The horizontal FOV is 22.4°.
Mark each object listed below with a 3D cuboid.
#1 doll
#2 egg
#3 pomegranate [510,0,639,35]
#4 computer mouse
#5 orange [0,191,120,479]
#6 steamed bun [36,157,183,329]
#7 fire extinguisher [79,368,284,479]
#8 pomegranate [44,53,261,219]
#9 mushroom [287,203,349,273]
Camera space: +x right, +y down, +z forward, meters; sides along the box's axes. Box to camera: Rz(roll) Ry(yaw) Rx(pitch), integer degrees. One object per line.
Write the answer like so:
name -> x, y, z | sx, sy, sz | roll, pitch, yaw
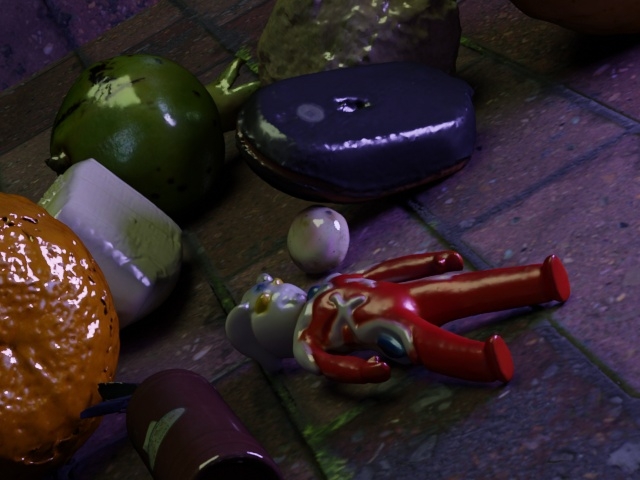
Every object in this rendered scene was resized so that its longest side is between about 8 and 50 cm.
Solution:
doll -> 0.056, 0.078, 1.623 | 0.384, 0.099, 0.188 | -6, 31, 39
egg -> 0.053, -0.267, 2.176 | 0.310, 0.279, 0.279 | -31, 14, 46
pomegranate -> 0.379, -0.455, 2.004 | 0.410, 0.410, 0.410 | -25, 21, 11
computer mouse -> 0.044, -0.127, 1.959 | 0.323, 0.116, 0.183 | -12, 51, -28
orange -> -0.395, 0.112, 1.768 | 0.340, 0.340, 0.293 | -41, 19, -29
steamed bun -> -0.283, 0.021, 2.041 | 0.155, 0.200, 0.250 | -48, 12, 22
fire extinguisher -> -0.145, 0.194, 1.566 | 0.138, 0.102, 0.344 | -9, 16, -17
pomegranate -> -0.235, -0.161, 2.336 | 0.340, 0.260, 0.260 | -35, 22, -24
mushroom -> 0.000, 0.000, 1.897 | 0.083, 0.067, 0.083 | -27, 52, 40
